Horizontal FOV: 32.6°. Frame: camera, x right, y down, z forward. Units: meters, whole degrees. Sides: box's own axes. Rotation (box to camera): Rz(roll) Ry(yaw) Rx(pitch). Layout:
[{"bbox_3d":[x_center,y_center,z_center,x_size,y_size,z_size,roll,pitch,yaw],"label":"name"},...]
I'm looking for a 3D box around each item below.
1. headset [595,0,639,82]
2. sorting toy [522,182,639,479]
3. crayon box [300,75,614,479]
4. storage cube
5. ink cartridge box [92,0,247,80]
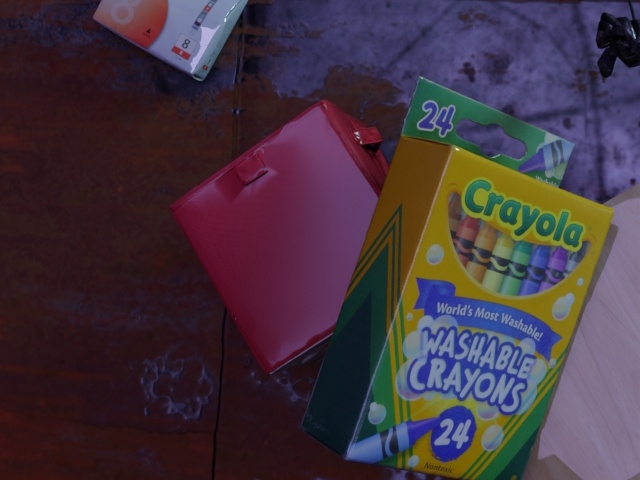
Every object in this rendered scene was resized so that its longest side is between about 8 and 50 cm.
[{"bbox_3d":[0.438,-0.131,0.973,0.394,0.185,0.243,18,104,2],"label":"headset"},{"bbox_3d":[0.273,0.118,1.069,0.255,0.089,0.257,-31,80,12],"label":"sorting toy"},{"bbox_3d":[0.131,0.043,0.961,0.083,0.203,0.323,21,93,57],"label":"crayon box"},{"bbox_3d":[0.000,0.000,1.102,0.215,0.184,0.193,-33,80,11],"label":"storage cube"},{"bbox_3d":[-0.153,-0.291,1.234,0.145,0.045,0.179,31,98,14],"label":"ink cartridge box"}]
